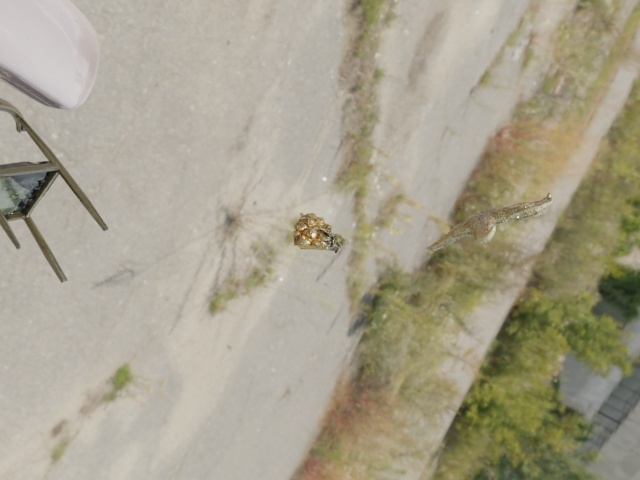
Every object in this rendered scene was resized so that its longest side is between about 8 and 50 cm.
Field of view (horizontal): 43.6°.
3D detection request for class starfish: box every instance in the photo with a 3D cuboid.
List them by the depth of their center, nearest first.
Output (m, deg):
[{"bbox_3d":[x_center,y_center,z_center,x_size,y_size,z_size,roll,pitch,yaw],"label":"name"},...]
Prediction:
[{"bbox_3d":[0.392,-0.043,1.901,0.302,0.060,0.299,-20,-174,43],"label":"starfish"}]

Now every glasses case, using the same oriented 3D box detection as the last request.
[{"bbox_3d":[-0.328,-0.231,0.858,0.297,0.075,0.113,42,61,-73],"label":"glasses case"}]

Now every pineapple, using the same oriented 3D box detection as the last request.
[{"bbox_3d":[0.000,0.000,1.588,0.114,0.114,0.077,-53,159,-59],"label":"pineapple"}]

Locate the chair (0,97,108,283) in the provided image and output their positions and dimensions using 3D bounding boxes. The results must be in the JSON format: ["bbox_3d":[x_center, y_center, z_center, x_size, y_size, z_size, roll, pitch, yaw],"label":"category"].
[{"bbox_3d":[-0.485,-0.066,1.217,0.166,0.272,0.188,-43,165,33],"label":"chair"}]
